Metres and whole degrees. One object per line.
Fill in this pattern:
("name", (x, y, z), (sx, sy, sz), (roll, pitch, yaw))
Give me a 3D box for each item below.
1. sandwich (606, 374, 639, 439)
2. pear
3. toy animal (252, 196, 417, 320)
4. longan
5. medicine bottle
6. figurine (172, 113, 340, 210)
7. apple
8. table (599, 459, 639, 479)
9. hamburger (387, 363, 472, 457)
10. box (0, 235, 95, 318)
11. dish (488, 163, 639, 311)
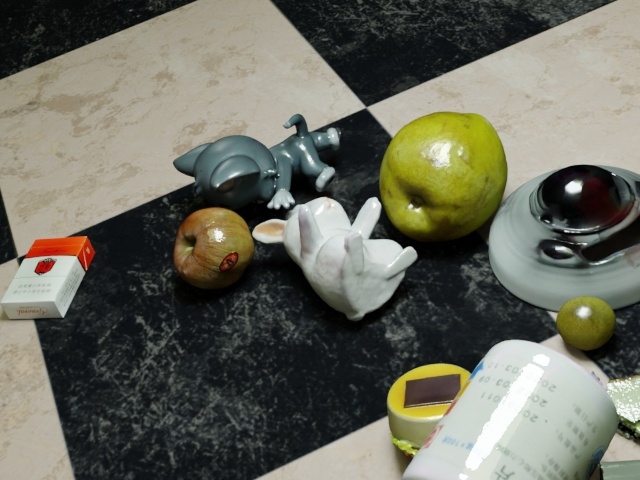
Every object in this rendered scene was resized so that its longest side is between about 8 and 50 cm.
("sandwich", (0.384, 0.205, 1.233), (0.093, 0.036, 0.105), (-16, 41, 0))
("pear", (0.180, -0.094, 1.544), (0.200, 0.200, 0.200), (-10, 40, 9))
("toy animal", (0.008, -0.008, 1.534), (0.140, 0.138, 0.282), (2, 32, -36))
("longan", (0.341, 0.103, 1.347), (0.075, 0.075, 0.083), (-7, 17, 13))
("medicine bottle", (0.183, 0.262, 1.127), (0.170, 0.170, 0.293), (21, 59, 37))
("figurine", (-0.080, -0.122, 1.676), (0.265, 0.140, 0.193), (-31, 32, -6))
("apple", (-0.163, 0.013, 1.593), (0.102, 0.126, 0.126), (9, 21, -39))
("table", (0.404, 0.281, 1.066), (0.219, 0.126, 0.126), (-7, 40, 12))
("hamburger", (0.143, 0.216, 1.274), (0.126, 0.082, 0.141), (-16, 27, -2))
("box", (-0.440, 0.059, 1.697), (0.100, 0.048, 0.152), (-1, 40, 15))
("dish", (0.363, -0.039, 1.452), (0.273, 0.134, 0.273), (-10, 41, 9))
